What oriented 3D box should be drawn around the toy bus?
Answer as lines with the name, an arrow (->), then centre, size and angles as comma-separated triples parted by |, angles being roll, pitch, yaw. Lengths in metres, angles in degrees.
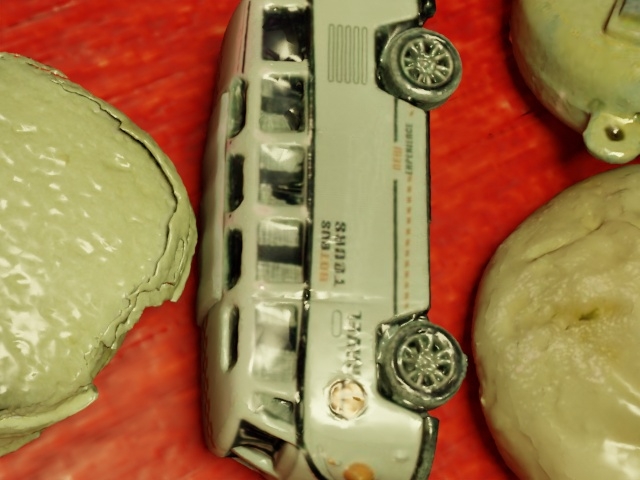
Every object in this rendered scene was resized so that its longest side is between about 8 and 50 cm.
toy bus -> 0.000, 0.000, 0.488 | 0.089, 0.087, 0.194 | 5, 71, -12

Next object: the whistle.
whistle -> 0.164, -0.132, 0.594 | 0.126, 0.067, 0.258 | 20, 55, 12

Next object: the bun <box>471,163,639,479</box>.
bun -> 0.151, 0.043, 0.519 | 0.183, 0.102, 0.183 | 8, 67, -19

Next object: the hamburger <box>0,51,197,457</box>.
hamburger -> -0.119, 0.003, 0.451 | 0.140, 0.062, 0.133 | -41, 91, -30
